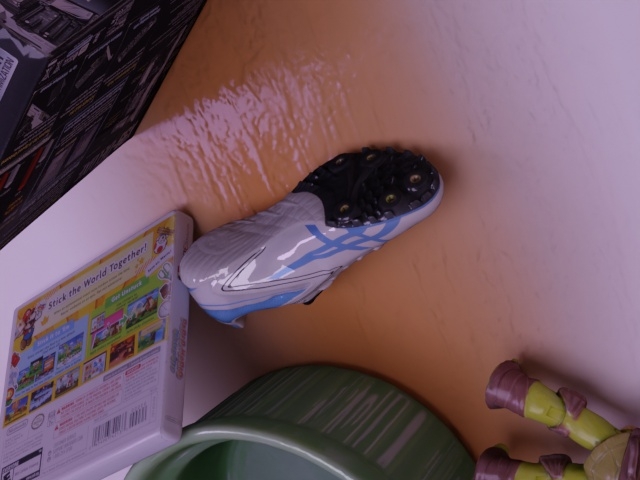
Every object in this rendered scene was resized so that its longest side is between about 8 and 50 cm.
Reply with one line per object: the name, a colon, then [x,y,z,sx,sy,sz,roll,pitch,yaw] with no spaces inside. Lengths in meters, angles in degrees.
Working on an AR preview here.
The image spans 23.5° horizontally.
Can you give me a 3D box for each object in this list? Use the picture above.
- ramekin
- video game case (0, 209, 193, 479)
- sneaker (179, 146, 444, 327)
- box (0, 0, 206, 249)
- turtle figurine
ramekin: [-0.004,0.249,1.248,0.303,0.148,0.303,12,119,24]
video game case: [-0.190,0.106,1.269,0.026,0.206,0.227,29,137,-36]
sneaker: [0.000,0.000,1.177,0.237,0.085,0.086,-24,129,31]
box: [-0.183,-0.115,1.073,0.076,0.307,0.242,36,127,2]
turtle figurine: [0.224,0.177,1.123,0.217,0.087,0.269,12,119,24]
